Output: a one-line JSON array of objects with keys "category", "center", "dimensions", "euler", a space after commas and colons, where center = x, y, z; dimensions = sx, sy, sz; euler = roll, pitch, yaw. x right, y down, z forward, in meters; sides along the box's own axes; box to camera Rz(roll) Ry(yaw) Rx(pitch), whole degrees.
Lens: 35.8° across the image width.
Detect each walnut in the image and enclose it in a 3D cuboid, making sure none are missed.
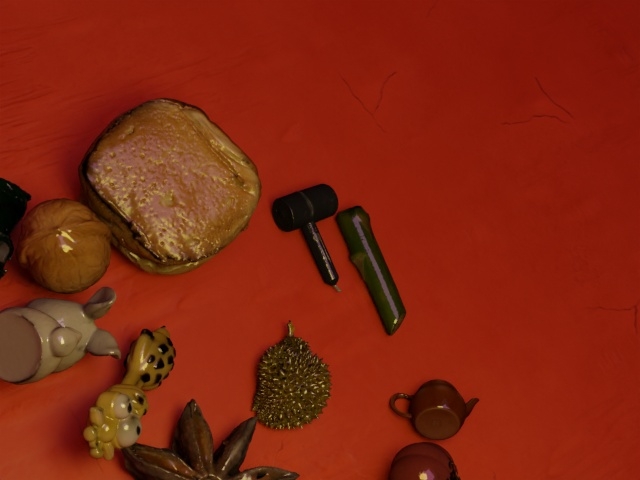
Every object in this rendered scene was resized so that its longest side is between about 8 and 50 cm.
[{"category": "walnut", "center": [-0.427, 0.010, 1.654], "dimensions": [0.159, 0.206, 0.159], "euler": [1, 76, -5]}]

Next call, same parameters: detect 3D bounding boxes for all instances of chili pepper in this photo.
[{"category": "chili pepper", "center": [-0.577, -0.005, 1.632], "dimensions": [0.148, 0.116, 0.264], "euler": [18, 59, -14]}]

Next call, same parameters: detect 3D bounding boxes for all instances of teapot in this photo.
[{"category": "teapot", "center": [0.220, 0.316, 1.906], "dimensions": [0.173, 0.116, 0.116], "euler": [3, 62, 4]}]

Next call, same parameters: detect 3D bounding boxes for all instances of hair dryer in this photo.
[{"category": "hair dryer", "center": [0.000, 0.000, 1.967], "dimensions": [0.124, 0.071, 0.219], "euler": [-19, 83, -33]}]

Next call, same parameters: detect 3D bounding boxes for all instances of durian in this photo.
[{"category": "durian", "center": [-0.044, 0.239, 1.804], "dimensions": [0.147, 0.102, 0.208], "euler": [9, 59, -17]}]

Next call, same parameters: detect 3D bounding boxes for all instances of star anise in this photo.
[{"category": "star anise", "center": [-0.190, 0.424, 1.627], "dimensions": [0.332, 0.117, 0.331], "euler": [8, 63, -15]}]

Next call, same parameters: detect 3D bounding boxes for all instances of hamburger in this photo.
[{"category": "hamburger", "center": [-0.279, -0.096, 1.796], "dimensions": [0.304, 0.174, 0.284], "euler": [48, 56, 0]}]

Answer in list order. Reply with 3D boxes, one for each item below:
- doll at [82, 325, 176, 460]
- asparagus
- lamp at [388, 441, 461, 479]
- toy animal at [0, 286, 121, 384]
[{"category": "doll", "center": [-0.309, 0.242, 1.622], "dimensions": [0.291, 0.086, 0.117], "euler": [-64, 146, -58]}, {"category": "asparagus", "center": [0.108, 0.057, 1.993], "dimensions": [0.067, 0.060, 0.277], "euler": [-14, 74, -43]}, {"category": "lamp", "center": [0.181, 0.454, 1.785], "dimensions": [0.182, 0.140, 0.181], "euler": [-7, 90, -71]}, {"category": "toy animal", "center": [-0.425, 0.152, 1.583], "dimensions": [0.193, 0.179, 0.127], "euler": [-10, 89, -58]}]
